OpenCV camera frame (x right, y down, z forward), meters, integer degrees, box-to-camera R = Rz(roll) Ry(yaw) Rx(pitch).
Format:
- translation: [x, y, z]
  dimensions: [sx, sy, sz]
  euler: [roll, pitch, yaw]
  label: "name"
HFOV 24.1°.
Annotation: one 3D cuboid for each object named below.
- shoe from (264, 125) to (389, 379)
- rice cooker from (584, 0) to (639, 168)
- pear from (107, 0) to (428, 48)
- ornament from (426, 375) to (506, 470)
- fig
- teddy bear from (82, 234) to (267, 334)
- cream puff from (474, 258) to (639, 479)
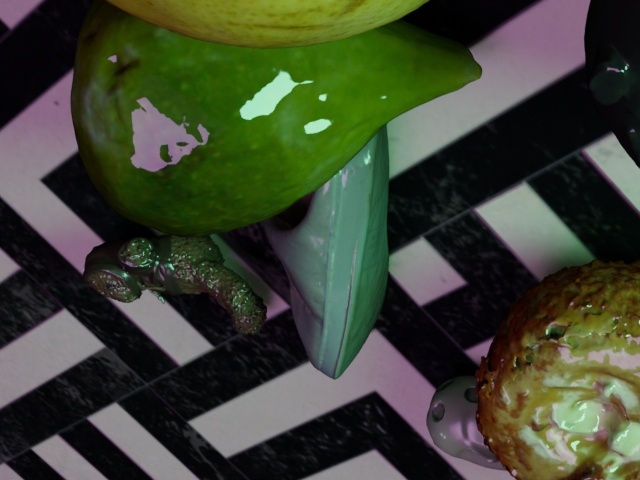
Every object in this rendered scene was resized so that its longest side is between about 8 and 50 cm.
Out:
- translation: [0.000, 0.000, 1.172]
  dimensions: [0.100, 0.103, 0.251]
  euler: [16, 129, 13]
  label: "shoe"
- translation: [0.268, -0.128, 0.792]
  dimensions: [0.267, 0.224, 0.267]
  euler: [25, 156, 12]
  label: "rice cooker"
- translation: [-0.024, -0.252, 0.823]
  dimensions: [0.314, 0.314, 0.314]
  euler: [15, 134, 16]
  label: "pear"
- translation: [0.165, 0.161, 1.246]
  dimensions: [0.156, 0.081, 0.074]
  euler: [15, 130, 9]
  label: "ornament"
- translation: [-0.028, -0.109, 1.030]
  dimensions: [0.275, 0.206, 0.206]
  euler: [-2, 129, 11]
  label: "fig"
- translation: [-0.122, 0.023, 1.277]
  dimensions: [0.160, 0.078, 0.119]
  euler: [12, 168, 10]
  label: "teddy bear"
- translation: [0.237, 0.115, 1.109]
  dimensions: [0.240, 0.164, 0.240]
  euler: [12, 119, 23]
  label: "cream puff"
